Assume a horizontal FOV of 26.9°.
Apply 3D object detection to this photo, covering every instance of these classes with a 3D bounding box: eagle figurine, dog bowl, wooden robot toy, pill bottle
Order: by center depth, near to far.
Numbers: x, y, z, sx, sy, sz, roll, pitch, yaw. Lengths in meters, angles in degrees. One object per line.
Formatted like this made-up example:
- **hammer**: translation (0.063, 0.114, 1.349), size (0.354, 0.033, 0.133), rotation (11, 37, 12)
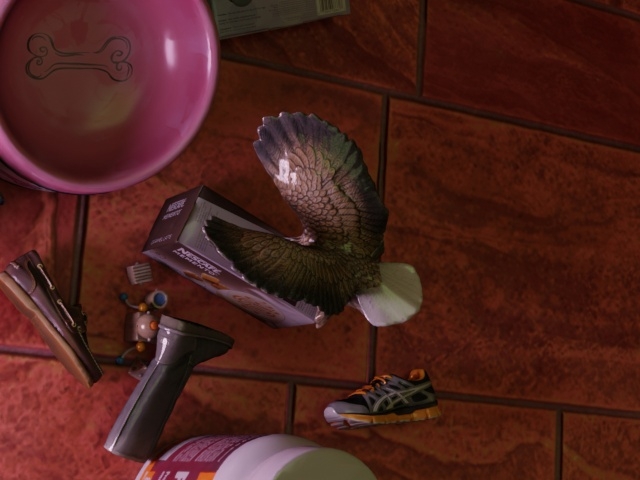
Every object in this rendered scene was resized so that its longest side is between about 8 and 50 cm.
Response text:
- **pill bottle**: translation (-0.089, 0.370, 1.786), size (0.224, 0.392, 0.224), rotation (5, 80, -28)
- **dog bowl**: translation (-0.316, -0.245, 1.808), size (0.408, 0.150, 0.408), rotation (-11, 112, -28)
- **eagle figurine**: translation (-0.011, 0.003, 1.827), size (0.225, 0.298, 0.226), rotation (-24, 53, 5)
- **wooden robot toy**: translation (-0.243, 0.116, 1.919), size (0.076, 0.079, 0.173), rotation (7, 80, -28)

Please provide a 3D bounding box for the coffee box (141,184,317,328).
- **coffee box**: translation (-0.118, 0.029, 1.967), size (0.246, 0.141, 0.098), rotation (32, 68, -22)

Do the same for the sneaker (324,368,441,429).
- **sneaker**: translation (0.093, 0.249, 2.091), size (0.215, 0.084, 0.083), rotation (-1, 80, -38)

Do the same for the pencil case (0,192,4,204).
- **pencil case**: translation (-0.583, -0.175, 1.714), size (0.160, 0.183, 0.410), rotation (-37, 100, -27)

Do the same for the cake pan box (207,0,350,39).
- **cake pan box**: translation (-0.079, -0.453, 2.069), size (0.267, 0.070, 0.246), rotation (-17, 109, -29)

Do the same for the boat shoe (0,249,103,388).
- **boat shoe**: translation (-0.361, 0.108, 1.857), size (0.073, 0.073, 0.207), rotation (-40, 102, -26)

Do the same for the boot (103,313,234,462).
- **boot**: translation (-0.214, 0.217, 1.915), size (0.189, 0.076, 0.208), rotation (23, 83, -59)
